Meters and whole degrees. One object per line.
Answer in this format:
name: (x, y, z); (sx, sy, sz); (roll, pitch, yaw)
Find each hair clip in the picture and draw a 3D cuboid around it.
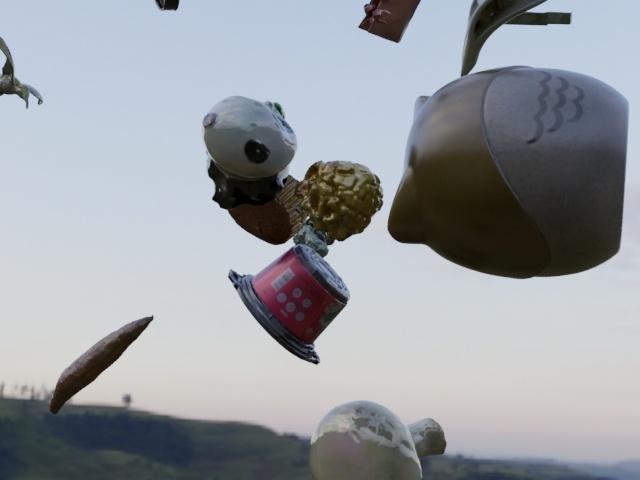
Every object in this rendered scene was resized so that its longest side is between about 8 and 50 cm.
hair clip: (0.365, -0.485, 2.035); (0.113, 0.173, 0.282); (42, -55, -16)

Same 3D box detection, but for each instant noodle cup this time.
instant noodle cup: (-0.049, 0.126, 2.318); (0.302, 0.181, 0.258); (44, 9, -21)

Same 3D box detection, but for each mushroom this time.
mushroom: (0.146, 0.559, 2.508); (0.355, 0.315, 0.315); (0, -12, 3)

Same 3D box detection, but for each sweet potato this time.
sweet potato: (-0.496, 0.262, 2.206); (0.072, 0.314, 0.066); (46, -2, 36)

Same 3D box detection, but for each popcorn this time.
popcorn: (0.038, -0.086, 2.019); (0.170, 0.180, 0.180); (-18, -1, -30)

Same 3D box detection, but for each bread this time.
bread: (-0.129, -0.081, 2.315); (0.199, 0.104, 0.199); (24, -42, 24)

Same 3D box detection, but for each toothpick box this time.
toothpick box: (0.364, -0.127, 1.905); (0.425, 0.409, 0.409); (4, -11, 16)

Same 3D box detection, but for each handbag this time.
handbag: (0.189, -0.609, 2.487); (0.059, 0.213, 0.157); (35, 18, 31)

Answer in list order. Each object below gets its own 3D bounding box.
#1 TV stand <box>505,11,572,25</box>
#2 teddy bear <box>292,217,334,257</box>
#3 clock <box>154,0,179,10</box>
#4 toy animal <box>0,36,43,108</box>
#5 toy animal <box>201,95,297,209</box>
TV stand: (0.543, -0.595, 2.650); (0.249, 0.036, 0.042); (6, 22, 20)
teddy bear: (-0.019, -0.007, 2.563); (0.111, 0.213, 0.133); (32, -56, -2)
clock: (-0.406, -0.681, 2.554); (0.040, 0.185, 0.184); (-14, -6, -19)
toy animal: (-0.677, -0.325, 2.163); (0.095, 0.155, 0.219); (-22, -34, 4)
toy animal: (-0.151, -0.206, 2.137); (0.212, 0.213, 0.267); (3, -28, -6)
